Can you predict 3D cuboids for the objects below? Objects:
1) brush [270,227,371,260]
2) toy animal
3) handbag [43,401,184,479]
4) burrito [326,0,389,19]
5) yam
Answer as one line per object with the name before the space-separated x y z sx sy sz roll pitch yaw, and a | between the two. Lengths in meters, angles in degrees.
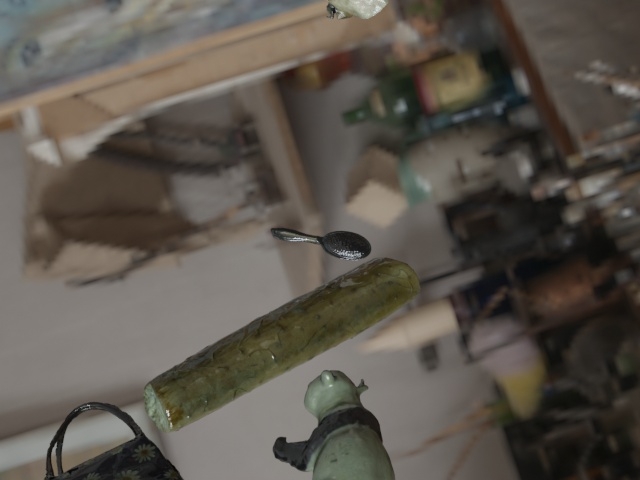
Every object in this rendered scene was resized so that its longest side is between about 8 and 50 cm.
brush | 0.000 0.000 1.384 0.008 0.083 0.024 72 -150 -75
toy animal | 0.018 0.225 1.700 0.121 0.093 0.225 -54 25 33
handbag | -0.154 0.179 1.277 0.139 0.115 0.072 65 -177 35
burrito | -0.032 -0.209 1.116 0.185 0.045 0.041 38 148 -8
yam | -0.040 0.116 2.024 0.083 0.371 0.083 37 143 36
